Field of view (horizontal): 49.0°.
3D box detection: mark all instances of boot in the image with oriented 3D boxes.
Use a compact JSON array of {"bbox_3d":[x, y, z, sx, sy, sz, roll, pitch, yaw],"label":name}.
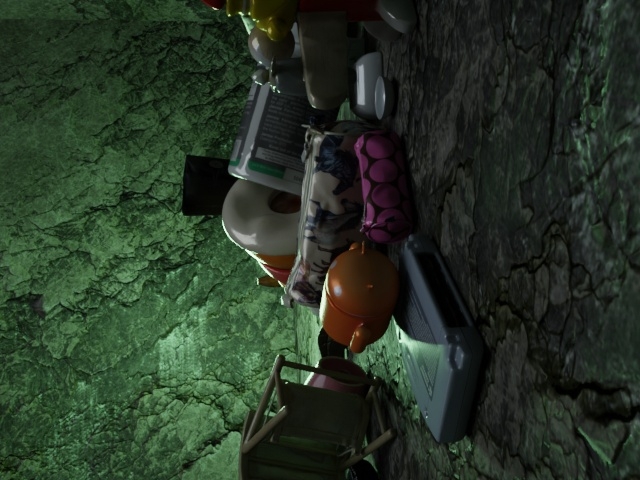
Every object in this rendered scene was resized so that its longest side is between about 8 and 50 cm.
[{"bbox_3d":[-0.171,-0.194,2.022,0.367,0.446,0.146,-105,15,-58],"label":"boot"},{"bbox_3d":[0.090,0.653,1.608,0.246,0.094,0.207,-91,1,-47],"label":"boot"}]

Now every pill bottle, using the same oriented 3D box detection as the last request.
[{"bbox_3d":[-0.062,-0.291,1.557,0.204,0.204,0.360,-145,72,-80],"label":"pill bottle"}]

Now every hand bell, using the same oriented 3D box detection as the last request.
[{"bbox_3d":[-0.064,0.113,2.064,0.126,0.242,0.126,179,90,-83],"label":"hand bell"}]

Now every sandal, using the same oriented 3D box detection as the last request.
[{"bbox_3d":[0.043,0.302,1.999,0.060,0.090,0.219,-66,-23,-52],"label":"sandal"}]

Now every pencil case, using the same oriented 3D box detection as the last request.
[{"bbox_3d":[0.021,-0.049,1.467,0.160,0.184,0.409,-131,47,-64],"label":"pencil case"},{"bbox_3d":[0.111,-0.102,1.287,0.095,0.098,0.209,102,165,-60],"label":"pencil case"}]

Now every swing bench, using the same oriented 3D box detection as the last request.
[{"bbox_3d":[-0.017,0.410,1.507,0.165,0.253,0.254,-102,35,-54],"label":"swing bench"}]

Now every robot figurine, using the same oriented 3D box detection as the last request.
[{"bbox_3d":[0.065,0.095,1.186,0.158,0.128,0.219,-46,-19,-30],"label":"robot figurine"}]

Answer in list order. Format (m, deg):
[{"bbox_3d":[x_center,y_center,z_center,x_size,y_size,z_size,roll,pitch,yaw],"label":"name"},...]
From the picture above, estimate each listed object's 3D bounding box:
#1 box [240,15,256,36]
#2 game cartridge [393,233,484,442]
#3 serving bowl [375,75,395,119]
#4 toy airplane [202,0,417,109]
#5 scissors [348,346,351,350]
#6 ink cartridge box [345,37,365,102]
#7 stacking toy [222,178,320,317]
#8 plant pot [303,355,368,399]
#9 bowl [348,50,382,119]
[{"bbox_3d":[-0.073,-0.531,1.722,0.381,0.191,0.143,63,-155,-81],"label":"box"},{"bbox_3d":[0.172,0.149,1.078,0.297,0.062,0.198,-104,10,-56],"label":"game cartridge"},{"bbox_3d":[0.129,-0.279,1.373,0.083,0.027,0.083,178,90,-83],"label":"serving bowl"},{"bbox_3d":[-0.026,-0.413,1.236,0.386,0.384,0.272,-41,-7,-45],"label":"toy airplane"},{"bbox_3d":[0.098,0.233,1.754,0.297,0.021,0.108,164,106,-81],"label":"scissors"},{"bbox_3d":[0.071,-0.400,1.658,0.099,0.056,0.135,-164,73,-82],"label":"ink cartridge box"},{"bbox_3d":[-0.032,0.042,1.830,0.350,0.351,0.479,-100,-3,-46],"label":"stacking toy"},{"bbox_3d":[0.028,0.393,1.721,0.201,0.202,0.180,-111,36,-67],"label":"plant pot"},{"bbox_3d":[0.095,-0.332,1.517,0.142,0.053,0.141,-152,60,-79],"label":"bowl"}]
